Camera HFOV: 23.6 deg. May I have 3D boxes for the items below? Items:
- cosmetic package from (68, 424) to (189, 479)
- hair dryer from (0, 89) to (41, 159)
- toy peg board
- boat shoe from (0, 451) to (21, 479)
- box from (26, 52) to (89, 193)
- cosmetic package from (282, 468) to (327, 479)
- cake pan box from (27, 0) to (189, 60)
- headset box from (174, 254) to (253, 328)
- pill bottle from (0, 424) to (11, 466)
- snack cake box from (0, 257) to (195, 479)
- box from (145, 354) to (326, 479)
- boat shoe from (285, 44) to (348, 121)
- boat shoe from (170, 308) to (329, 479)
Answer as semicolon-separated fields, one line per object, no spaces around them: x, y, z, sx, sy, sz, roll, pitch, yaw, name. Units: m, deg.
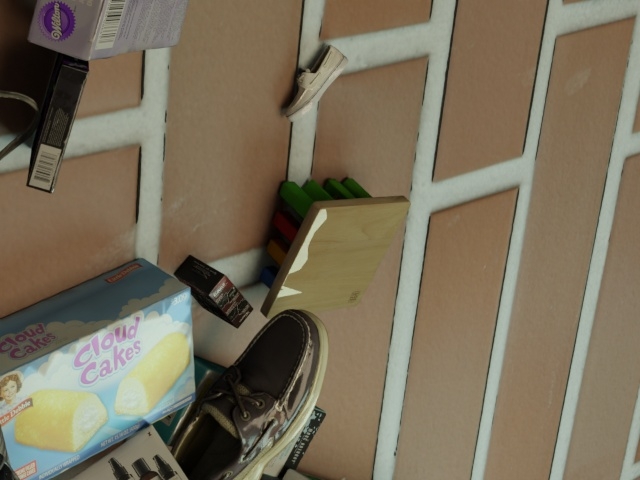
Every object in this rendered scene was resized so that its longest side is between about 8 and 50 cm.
-0.252;0.303;1.626;0.239;0.099;0.060;-34;168;-9;cosmetic package
-0.339;-0.135;1.230;0.293;0.080;0.223;-18;119;-42;hair dryer
0.000;0.000;1.822;0.161;0.079;0.160;-5;131;-46;toy peg board
-0.300;0.198;1.243;0.301;0.102;0.108;67;34;-46;boat shoe
-0.243;-0.118;1.415;0.029;0.162;0.116;16;101;-12;box
0.067;0.426;1.987;0.155;0.197;0.365;-62;154;-2;cosmetic package
-0.161;-0.291;1.378;0.246;0.070;0.267;-36;144;-71;cake pan box
-0.121;0.055;1.714;0.032;0.062;0.083;-51;139;-15;headset box
-0.384;0.142;1.372;0.176;0.176;0.318;-28;124;-35;pill bottle
-0.258;0.141;1.591;0.264;0.089;0.152;-26;130;-37;snack cake box
-0.101;0.212;1.828;0.244;0.060;0.100;28;90;-51;box
-0.011;-0.179;1.727;0.035;0.035;0.100;44;80;-22;boat shoe
-0.092;0.200;1.704;0.285;0.103;0.092;-57;146;4;boat shoe
